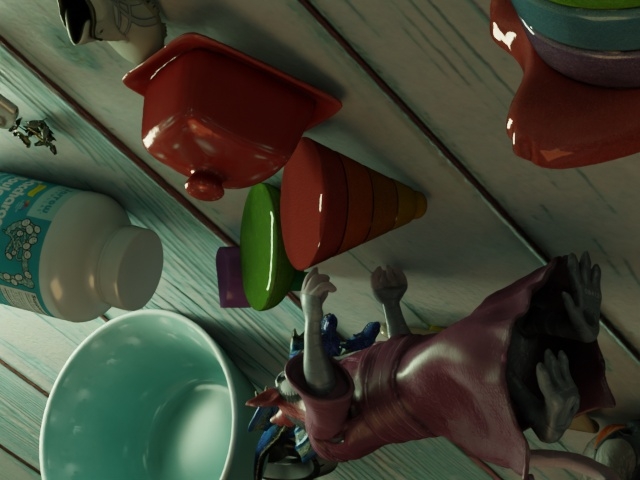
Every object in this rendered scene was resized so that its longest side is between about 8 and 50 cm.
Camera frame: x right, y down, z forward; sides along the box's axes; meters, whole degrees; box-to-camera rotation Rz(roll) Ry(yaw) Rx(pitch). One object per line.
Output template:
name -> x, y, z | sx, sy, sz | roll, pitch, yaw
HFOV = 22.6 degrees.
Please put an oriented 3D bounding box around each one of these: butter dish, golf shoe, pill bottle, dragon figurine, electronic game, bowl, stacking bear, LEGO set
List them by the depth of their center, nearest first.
stacking bear -> 0.164, -0.209, 0.913 | 0.164, 0.175, 0.289 | -10, 136, 8
golf shoe -> -0.188, -0.190, 1.346 | 0.069, 0.086, 0.176 | 10, 153, 25
butter dish -> -0.089, -0.091, 1.391 | 0.160, 0.118, 0.160 | 23, 159, -24
LEGO set -> -0.298, -0.116, 1.675 | 0.083, 0.023, 0.054 | 19, 156, 44
pill bottle -> -0.309, 0.007, 1.771 | 0.264, 0.146, 0.146 | 12, 152, 24
dragon figurine -> -0.028, 0.191, 1.819 | 0.085, 0.289, 0.144 | 30, -167, -6
bowl -> -0.186, 0.254, 2.028 | 0.312, 0.311, 0.163 | 6, 170, 35
electronic game -> -0.085, 0.274, 2.212 | 0.229, 0.048, 0.229 | 13, 151, 7

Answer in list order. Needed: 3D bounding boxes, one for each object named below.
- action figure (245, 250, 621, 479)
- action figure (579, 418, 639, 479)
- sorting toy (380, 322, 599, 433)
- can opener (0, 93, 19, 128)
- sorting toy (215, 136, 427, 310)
action figure -> 0.098, 0.141, 1.487 | 0.370, 0.275, 0.248 | -21, 174, 35
action figure -> 0.420, 0.260, 1.668 | 0.341, 0.178, 0.330 | 11, 177, -44
sorting toy -> 0.187, 0.143, 1.730 | 0.193, 0.038, 0.208 | 7, 155, 33
can opener -> -0.422, -0.178, 1.566 | 0.283, 0.095, 0.076 | 37, 152, -26
sorting toy -> 0.000, 0.000, 1.571 | 0.126, 0.127, 0.365 | 0, 164, -18
